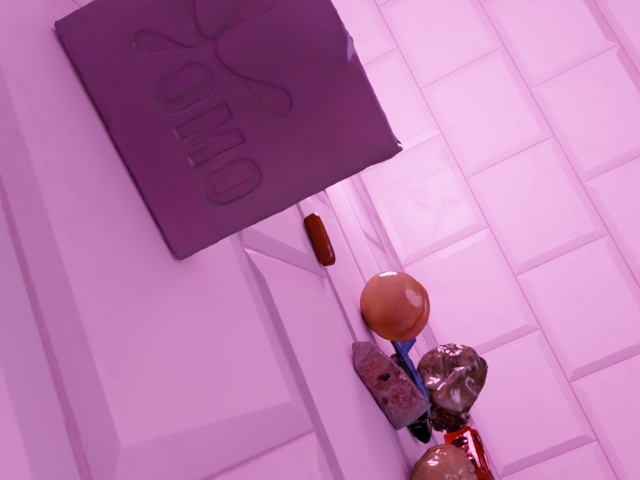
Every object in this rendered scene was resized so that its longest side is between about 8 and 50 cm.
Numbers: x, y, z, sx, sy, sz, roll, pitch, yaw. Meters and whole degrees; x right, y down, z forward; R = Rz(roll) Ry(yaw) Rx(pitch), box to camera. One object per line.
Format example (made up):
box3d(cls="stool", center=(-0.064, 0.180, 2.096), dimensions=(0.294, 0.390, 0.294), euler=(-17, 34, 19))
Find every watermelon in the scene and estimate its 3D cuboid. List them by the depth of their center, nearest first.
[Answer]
box3d(cls="watermelon", center=(0.131, 0.278, 1.351), dimensions=(0.241, 0.094, 0.154), euler=(50, 10, -45))

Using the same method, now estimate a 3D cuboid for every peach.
box3d(cls="peach", center=(0.191, 0.171, 1.633), dimensions=(0.184, 0.184, 0.184), euler=(60, 11, -19))

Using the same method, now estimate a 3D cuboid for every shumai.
box3d(cls="shumai", center=(0.330, 0.414, 1.745), dimensions=(0.189, 0.256, 0.218), euler=(25, 24, 16))

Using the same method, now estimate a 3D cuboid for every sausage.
box3d(cls="sausage", center=(0.000, 0.000, 1.444), dimensions=(0.039, 0.041, 0.131), euler=(53, 14, -67))

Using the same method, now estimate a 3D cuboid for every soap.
box3d(cls="soap", center=(-0.092, -0.168, 0.712), dimensions=(0.296, 0.285, 0.107), euler=(62, 8, -6))

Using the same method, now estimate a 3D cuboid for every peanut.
box3d(cls="peanut", center=(0.260, 0.489, 1.329), dimensions=(0.130, 0.130, 0.290), euler=(67, 8, 16))

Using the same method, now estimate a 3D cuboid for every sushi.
box3d(cls="sushi", center=(0.239, 0.432, 1.549), dimensions=(0.083, 0.056, 0.085), euler=(60, 12, -22))

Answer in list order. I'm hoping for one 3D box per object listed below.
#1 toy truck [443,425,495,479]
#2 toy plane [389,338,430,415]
box3d(cls="toy truck", center=(0.425, 0.630, 1.857), dimensions=(0.114, 0.107, 0.253), euler=(61, 11, -22))
box3d(cls="toy plane", center=(0.233, 0.350, 1.679), dimensions=(0.169, 0.078, 0.246), euler=(51, 23, -52))
